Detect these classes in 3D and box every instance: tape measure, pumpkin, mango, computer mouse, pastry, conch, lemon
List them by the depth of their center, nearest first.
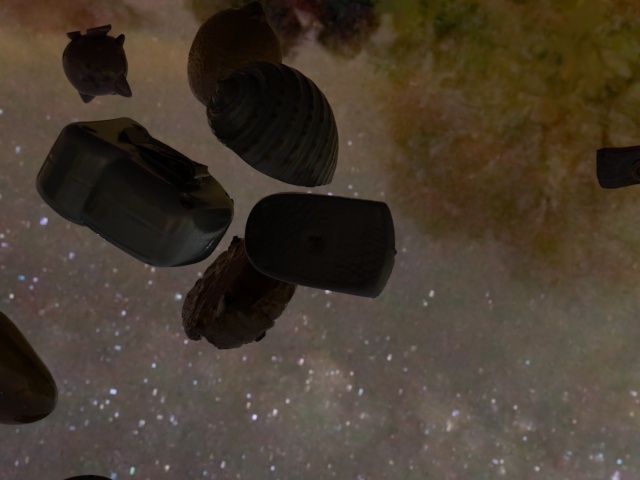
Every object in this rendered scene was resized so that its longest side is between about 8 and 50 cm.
[{"bbox_3d":[0.000,0.000,1.098,0.231,0.128,0.079,12,-173,30],"label":"computer mouse"},{"bbox_3d":[-0.230,-0.074,1.104,0.246,0.125,0.243,31,-167,1],"label":"tape measure"},{"bbox_3d":[-0.048,-0.161,1.111,0.200,0.131,0.172,9,-160,-34],"label":"conch"},{"bbox_3d":[0.462,-0.115,1.259,0.101,0.073,0.035,2,-134,32],"label":"pumpkin"},{"bbox_3d":[-0.525,0.193,1.303,0.175,0.254,0.139,-8,-143,29],"label":"mango"},{"bbox_3d":[-0.124,0.077,1.360,0.100,0.229,0.218,43,169,-23],"label":"pastry"},{"bbox_3d":[-0.170,-0.358,1.703,0.188,0.257,0.188,20,-162,-7],"label":"lemon"}]

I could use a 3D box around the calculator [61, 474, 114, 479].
[{"bbox_3d":[-0.446,0.510,1.481,0.185,0.041,0.299,2,-158,6],"label":"calculator"}]

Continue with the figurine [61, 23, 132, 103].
[{"bbox_3d":[-0.409,-0.322,1.552,0.125,0.138,0.125,-14,-159,6],"label":"figurine"}]
